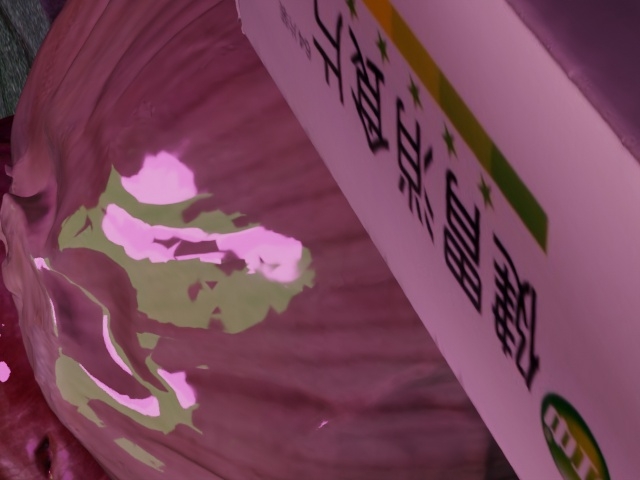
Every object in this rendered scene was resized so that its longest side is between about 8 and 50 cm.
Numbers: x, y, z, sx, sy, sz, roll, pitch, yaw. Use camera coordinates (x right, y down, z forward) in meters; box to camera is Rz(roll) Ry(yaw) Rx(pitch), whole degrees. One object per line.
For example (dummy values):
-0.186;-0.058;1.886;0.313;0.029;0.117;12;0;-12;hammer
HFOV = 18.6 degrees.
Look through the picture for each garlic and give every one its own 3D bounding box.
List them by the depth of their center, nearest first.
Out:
0.000;0.000;0.760;0.317;0.259;0.317;21;115;55;garlic

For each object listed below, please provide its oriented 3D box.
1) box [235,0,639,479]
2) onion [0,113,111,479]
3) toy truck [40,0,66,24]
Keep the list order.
0.102;-0.050;0.489;0.333;0.173;0.145;-121;21;-44;box
-0.194;0.082;1.449;0.347;0.285;0.347;50;-157;-32;onion
-0.029;-0.059;0.987;0.178;0.176;0.363;110;142;-82;toy truck
